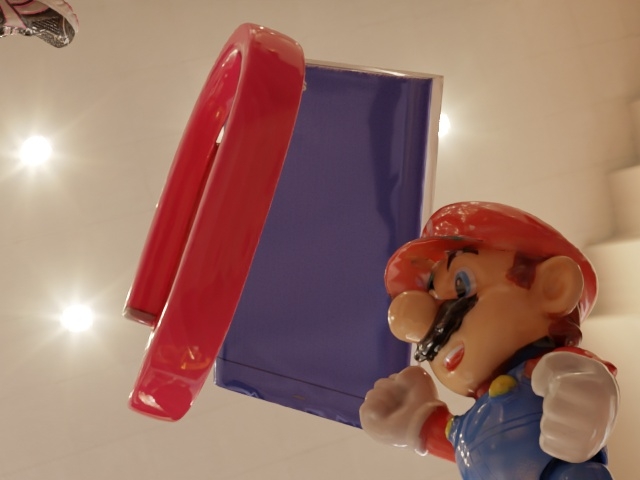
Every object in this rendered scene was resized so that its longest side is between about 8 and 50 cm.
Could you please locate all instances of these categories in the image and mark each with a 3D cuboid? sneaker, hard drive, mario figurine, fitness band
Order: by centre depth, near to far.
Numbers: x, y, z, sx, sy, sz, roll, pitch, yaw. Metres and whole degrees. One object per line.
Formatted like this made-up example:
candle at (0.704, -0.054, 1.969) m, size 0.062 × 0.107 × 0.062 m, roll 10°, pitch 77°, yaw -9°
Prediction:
mario figurine at (0.097, 0.109, 0.797) m, size 0.170 × 0.198 × 0.320 m, roll 45°, pitch -152°, yaw -46°
fitness band at (-0.083, -0.015, 0.919) m, size 0.054 × 0.209 × 0.290 m, roll 19°, pitch -100°, yaw -13°
hard drive at (0.000, 0.000, 1.159) m, size 0.040 × 0.210 × 0.318 m, roll -17°, pitch -66°, yaw -55°
sneaker at (-0.319, -0.225, 1.255) m, size 0.178 × 0.072 × 0.077 m, roll 29°, pitch -104°, yaw -48°
